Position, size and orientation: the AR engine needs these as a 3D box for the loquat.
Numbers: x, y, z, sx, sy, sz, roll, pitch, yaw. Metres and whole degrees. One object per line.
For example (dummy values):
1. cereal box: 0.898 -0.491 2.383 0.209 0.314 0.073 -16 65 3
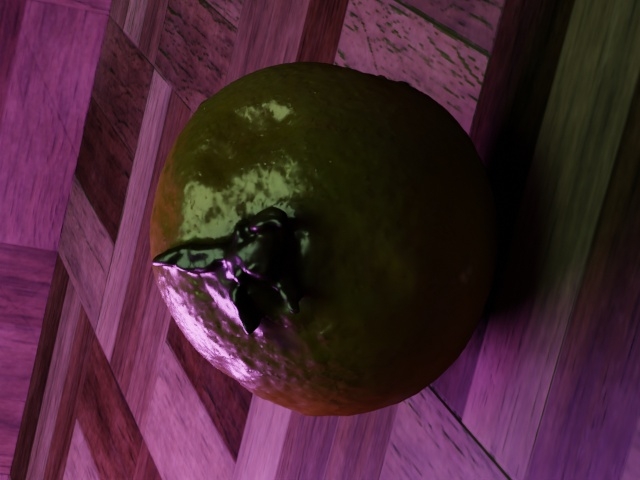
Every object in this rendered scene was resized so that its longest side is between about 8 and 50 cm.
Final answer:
1. loquat: 0.000 0.000 1.245 0.244 0.244 0.244 -171 90 -72
